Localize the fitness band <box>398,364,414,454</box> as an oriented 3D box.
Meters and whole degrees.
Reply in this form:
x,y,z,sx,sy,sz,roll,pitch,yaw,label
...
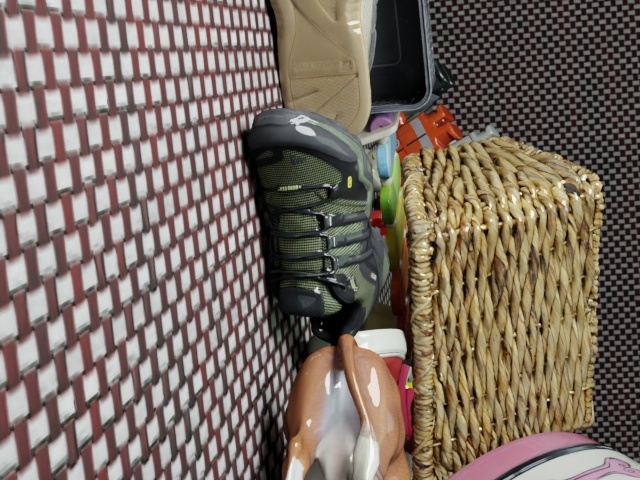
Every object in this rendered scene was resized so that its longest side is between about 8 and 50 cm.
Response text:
x,y,z,sx,sy,sz,roll,pitch,yaw,label
0.135,0.155,1.546,0.291,0.054,0.209,-88,-167,-69,fitness band

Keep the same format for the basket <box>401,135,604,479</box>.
x,y,z,sx,sy,sz,roll,pitch,yaw,label
0.131,0.061,1.196,0.213,0.223,0.299,34,-46,53,basket

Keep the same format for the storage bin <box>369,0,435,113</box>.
x,y,z,sx,sy,sz,roll,pitch,yaw,label
0.050,-0.226,1.232,0.084,0.122,0.180,-62,146,-73,storage bin

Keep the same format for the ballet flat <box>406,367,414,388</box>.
x,y,z,sx,sy,sz,roll,pitch,yaw,label
0.140,0.195,1.768,0.077,0.077,0.231,61,17,-11,ballet flat

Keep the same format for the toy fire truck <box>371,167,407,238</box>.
x,y,z,sx,sy,sz,roll,pitch,yaw,label
0.097,-0.058,1.679,0.135,0.047,0.192,67,20,-59,toy fire truck

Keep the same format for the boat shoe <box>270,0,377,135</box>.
x,y,z,sx,sy,sz,roll,pitch,yaw,label
0.003,-0.228,1.034,0.092,0.102,0.285,-88,174,-64,boat shoe

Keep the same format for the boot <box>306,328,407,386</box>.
x,y,z,sx,sy,sz,roll,pitch,yaw,label
0.038,0.177,1.093,0.244,0.088,0.176,68,21,-73,boot

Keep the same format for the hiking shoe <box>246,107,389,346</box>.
x,y,z,sx,sy,sz,roll,pitch,yaw,label
0.000,0.000,0.919,0.227,0.086,0.114,63,31,-44,hiking shoe

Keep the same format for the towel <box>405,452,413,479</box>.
x,y,z,sx,sy,sz,roll,pitch,yaw,label
0.163,0.445,1.721,0.320,0.090,0.374,-62,146,-75,towel

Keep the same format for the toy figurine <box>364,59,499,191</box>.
x,y,z,sx,sy,sz,roll,pitch,yaw,label
0.146,-0.106,1.571,0.213,0.148,0.209,45,25,-28,toy figurine

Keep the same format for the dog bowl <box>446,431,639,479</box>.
x,y,z,sx,sy,sz,roll,pitch,yaw,label
0.205,0.365,1.179,0.150,0.408,0.408,43,-25,43,dog bowl

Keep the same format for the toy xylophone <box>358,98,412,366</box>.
x,y,z,sx,sy,sz,roll,pitch,yaw,label
0.065,0.008,1.342,0.236,0.081,0.323,-81,163,-54,toy xylophone

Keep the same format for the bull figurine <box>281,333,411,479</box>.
x,y,z,sx,sy,sz,roll,pitch,yaw,label
0.023,0.218,0.915,0.188,0.101,0.310,-81,164,-49,bull figurine
